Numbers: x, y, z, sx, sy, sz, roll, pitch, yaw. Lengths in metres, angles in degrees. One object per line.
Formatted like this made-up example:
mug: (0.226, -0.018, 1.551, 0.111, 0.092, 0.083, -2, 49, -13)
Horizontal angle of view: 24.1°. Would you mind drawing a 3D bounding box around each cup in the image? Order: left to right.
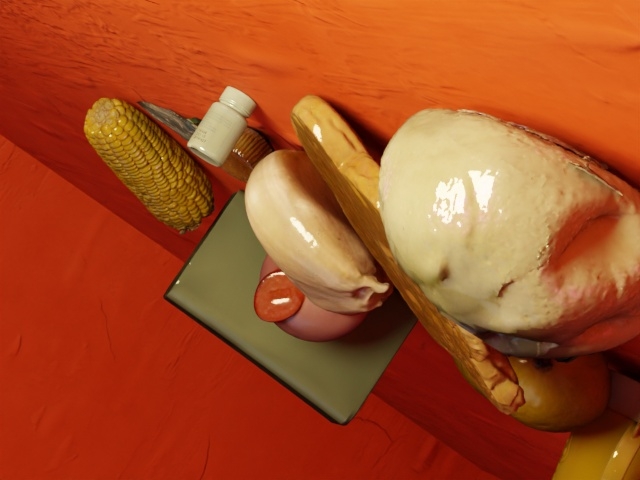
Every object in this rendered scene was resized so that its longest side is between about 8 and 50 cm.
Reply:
cup: (0.372, 0.279, 1.816, 0.185, 0.226, 0.241, 28, 178, 22)

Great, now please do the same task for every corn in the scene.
corn: (-0.249, -0.114, 2.211, 0.106, 0.106, 0.305, 26, 165, 32)

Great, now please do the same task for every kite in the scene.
kite: (-0.148, -0.136, 2.003, 0.169, 0.015, 0.310, 36, 171, -20)

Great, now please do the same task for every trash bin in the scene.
trash bin: (-0.045, 0.099, 2.319, 0.343, 0.223, 0.158, 36, 171, -8)

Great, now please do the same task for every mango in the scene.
mango: (0.243, 0.145, 1.806, 0.195, 0.142, 0.331, 39, 171, -4)

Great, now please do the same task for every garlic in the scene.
garlic: (0.000, 0.000, 1.701, 0.217, 0.110, 0.228, 41, -162, -26)

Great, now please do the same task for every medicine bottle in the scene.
medicine bottle: (-0.110, -0.127, 1.680, 0.047, 0.083, 0.047, 30, 171, 5)

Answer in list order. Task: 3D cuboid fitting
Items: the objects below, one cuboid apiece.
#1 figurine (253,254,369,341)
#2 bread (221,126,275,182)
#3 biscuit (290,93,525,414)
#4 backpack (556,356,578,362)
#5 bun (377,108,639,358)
figurine: (-0.004, 0.061, 2.122, 0.173, 0.173, 0.173, 31, 171, 5)
bread: (-0.088, -0.108, 1.822, 0.085, 0.053, 0.085, 34, 160, 14)
biscuit: (0.092, 0.011, 1.495, 0.376, 0.051, 0.269, 55, 177, 1)
backpack: (0.234, 0.064, 1.483, 0.120, 0.106, 0.165, 26, 174, -5)
bun: (0.155, 0.000, 1.213, 0.273, 0.168, 0.273, 29, 179, 1)
